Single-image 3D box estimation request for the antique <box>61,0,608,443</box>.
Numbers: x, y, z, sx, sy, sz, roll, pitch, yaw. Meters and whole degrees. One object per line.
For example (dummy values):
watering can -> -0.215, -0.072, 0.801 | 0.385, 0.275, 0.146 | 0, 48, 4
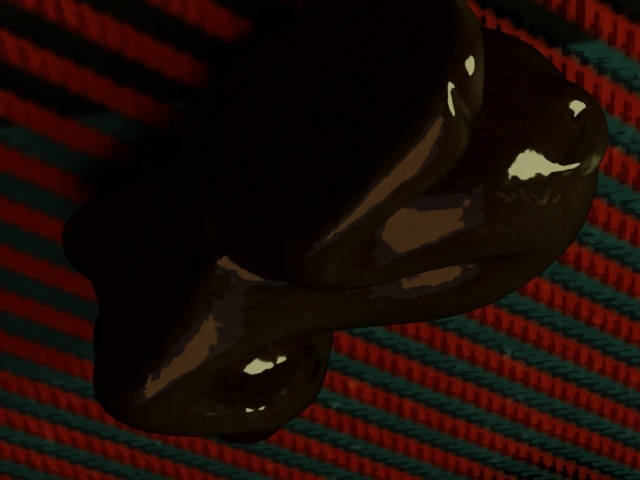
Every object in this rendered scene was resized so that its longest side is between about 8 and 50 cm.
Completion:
antique -> 0.000, 0.000, 0.670 | 0.257, 0.121, 0.143 | -39, 140, 24
